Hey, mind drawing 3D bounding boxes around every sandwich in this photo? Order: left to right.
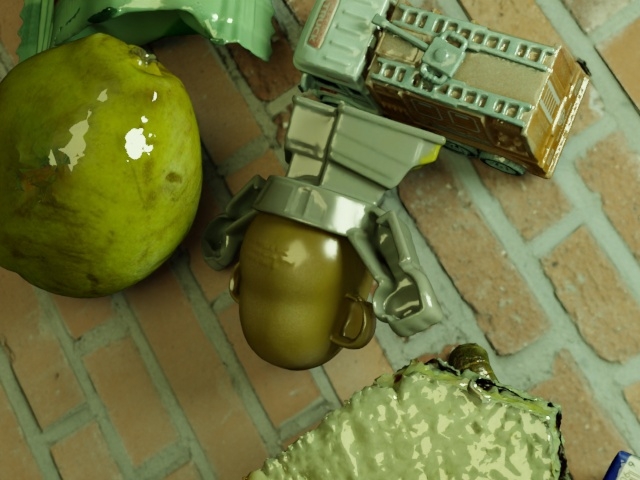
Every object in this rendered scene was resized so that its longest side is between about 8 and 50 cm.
[{"bbox_3d":[0.113,0.266,1.291,0.325,0.131,0.262,-39,68,17],"label":"sandwich"}]

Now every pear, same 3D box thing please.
[{"bbox_3d":[-0.262,-0.079,1.440,0.321,0.269,0.269,-48,66,30],"label":"pear"}]

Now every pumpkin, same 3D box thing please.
[{"bbox_3d":[0.161,0.147,1.371,0.050,0.028,0.083,-26,67,14],"label":"pumpkin"}]

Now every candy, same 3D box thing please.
[{"bbox_3d":[-0.230,-0.320,1.559,0.397,0.172,0.263,-5,65,38],"label":"candy"}]

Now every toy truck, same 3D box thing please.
[{"bbox_3d":[0.120,-0.183,1.386,0.305,0.162,0.136,21,86,22],"label":"toy truck"}]

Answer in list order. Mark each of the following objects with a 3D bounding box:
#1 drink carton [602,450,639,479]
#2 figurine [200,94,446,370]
[{"bbox_3d":[0.403,0.314,1.197,0.315,0.130,0.107,26,89,22],"label":"drink carton"},{"bbox_3d":[-0.002,0.000,1.377,0.342,0.167,0.285,11,83,66],"label":"figurine"}]
